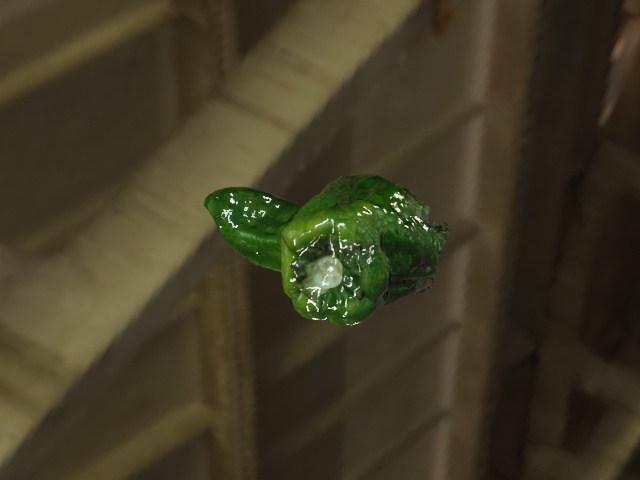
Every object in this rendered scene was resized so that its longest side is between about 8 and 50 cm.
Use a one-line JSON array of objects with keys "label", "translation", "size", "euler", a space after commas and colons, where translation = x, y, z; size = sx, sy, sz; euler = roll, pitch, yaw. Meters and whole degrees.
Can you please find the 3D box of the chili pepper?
[{"label": "chili pepper", "translation": [0.005, -0.001, 0.720], "size": [0.182, 0.073, 0.050], "euler": [-170, 72, -77]}]
